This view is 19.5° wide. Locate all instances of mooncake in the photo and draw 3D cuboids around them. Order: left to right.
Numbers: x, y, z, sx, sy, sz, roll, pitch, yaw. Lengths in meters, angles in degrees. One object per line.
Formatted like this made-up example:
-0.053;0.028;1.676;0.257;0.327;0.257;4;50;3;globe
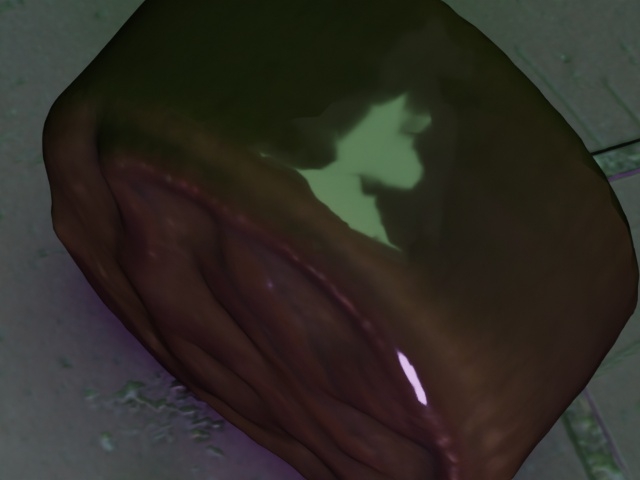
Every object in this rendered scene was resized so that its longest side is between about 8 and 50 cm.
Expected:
0.000;0.000;0.891;0.284;0.284;0.155;38;66;12;mooncake
